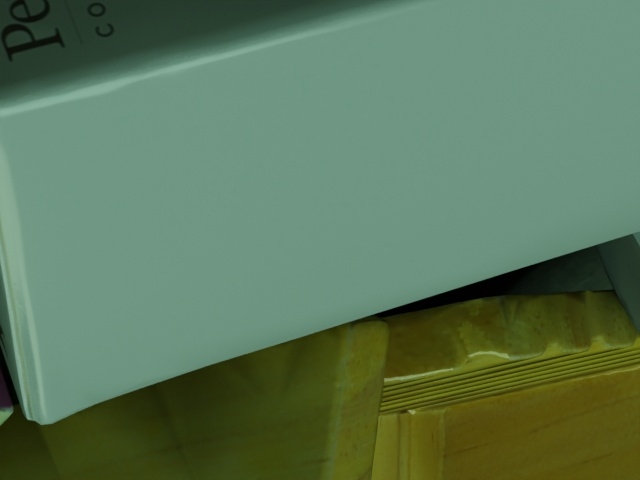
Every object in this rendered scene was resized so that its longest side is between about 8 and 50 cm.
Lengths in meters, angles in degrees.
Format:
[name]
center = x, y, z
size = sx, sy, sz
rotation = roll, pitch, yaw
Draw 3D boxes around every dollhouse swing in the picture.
[dollhouse swing]
center = 0.041, 0.202, 0.786
size = 0.315, 0.305, 0.347
rotation = -17, 169, 38

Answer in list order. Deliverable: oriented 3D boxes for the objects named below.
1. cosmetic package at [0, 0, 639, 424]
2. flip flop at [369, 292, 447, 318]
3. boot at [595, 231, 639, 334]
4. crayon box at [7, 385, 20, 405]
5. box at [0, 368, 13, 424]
[cosmetic package]
center = 0.053, -0.106, 0.517
size = 0.366, 0.197, 0.155
rotation = -17, 148, -16
[flip flop]
center = 0.000, 0.000, 0.738
size = 0.112, 0.080, 0.277
rotation = -10, 163, -8
[boot]
center = 0.163, -0.039, 0.658
size = 0.123, 0.258, 0.095
rotation = -27, -178, -3
[crayon box]
center = -0.201, 0.198, 0.907
size = 0.165, 0.081, 0.278
rotation = -21, 149, -7
[box]
center = -0.280, 0.074, 0.627
size = 0.213, 0.117, 0.243
rotation = 14, 131, -46
